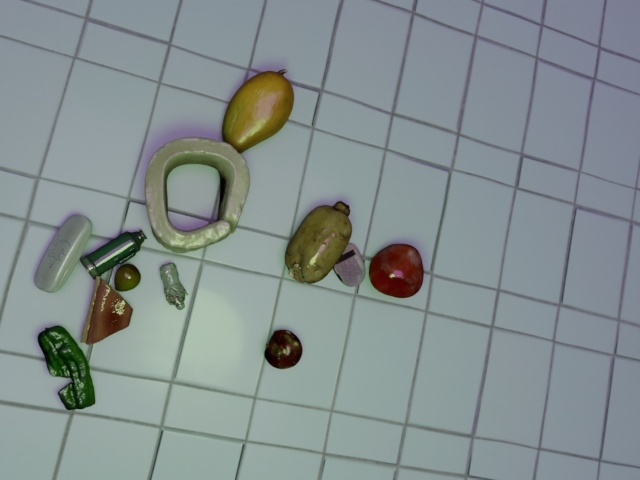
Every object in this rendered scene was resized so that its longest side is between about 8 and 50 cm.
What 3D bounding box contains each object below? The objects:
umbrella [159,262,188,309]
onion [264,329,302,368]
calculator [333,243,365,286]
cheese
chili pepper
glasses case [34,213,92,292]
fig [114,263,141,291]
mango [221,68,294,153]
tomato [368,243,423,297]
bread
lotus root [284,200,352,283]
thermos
[{"bbox_3d":[-0.433,0.137,1.765,0.067,0.062,0.143,-21,89,-47],"label":"umbrella"},{"bbox_3d":[-0.108,0.330,1.803,0.119,0.118,0.117,22,102,-12],"label":"onion"},{"bbox_3d":[0.085,0.070,1.926,0.103,0.024,0.165,-26,94,-15],"label":"calculator"},{"bbox_3d":[-0.363,-0.127,1.756,0.293,0.153,0.331,5,85,-14],"label":"cheese"},{"bbox_3d":[-0.696,0.350,1.661,0.099,0.083,0.253,-22,95,-15],"label":"chili pepper"},{"bbox_3d":[-0.718,0.035,1.679,0.092,0.059,0.233,20,77,29],"label":"glasses case"},{"bbox_3d":[-0.559,0.112,1.725,0.074,0.074,0.088,35,97,-9],"label":"fig"},{"bbox_3d":[-0.193,-0.398,1.853,0.176,0.119,0.316,40,85,-11],"label":"mango"},{"bbox_3d":[0.244,0.092,1.903,0.187,0.151,0.186,2,81,-11],"label":"tomato"},{"bbox_3d":[-0.598,0.206,1.696,0.119,0.067,0.192,16,90,-30],"label":"bread"},{"bbox_3d":[0.000,0.000,1.842,0.160,0.146,0.284,34,77,3],"label":"lotus root"},{"bbox_3d":[-0.586,0.031,1.718,0.188,0.083,0.073,-35,104,-16],"label":"thermos"}]
